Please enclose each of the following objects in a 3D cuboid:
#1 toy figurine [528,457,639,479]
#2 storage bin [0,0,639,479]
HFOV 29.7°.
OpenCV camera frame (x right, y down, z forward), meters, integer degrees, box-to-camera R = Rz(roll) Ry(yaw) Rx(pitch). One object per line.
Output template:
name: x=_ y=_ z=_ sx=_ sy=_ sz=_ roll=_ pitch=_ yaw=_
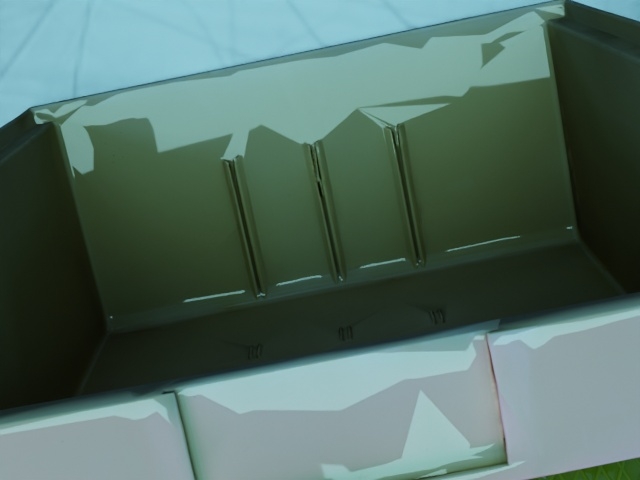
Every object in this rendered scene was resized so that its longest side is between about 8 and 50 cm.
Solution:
toy figurine: x=0.008 y=0.176 z=0.515 sx=0.362 sy=0.217 sz=0.191 roll=5 pitch=101 yaw=0
storage bin: x=0.000 y=0.000 z=0.463 sx=0.262 sy=0.260 sz=0.123 roll=-11 pitch=104 yaw=2
